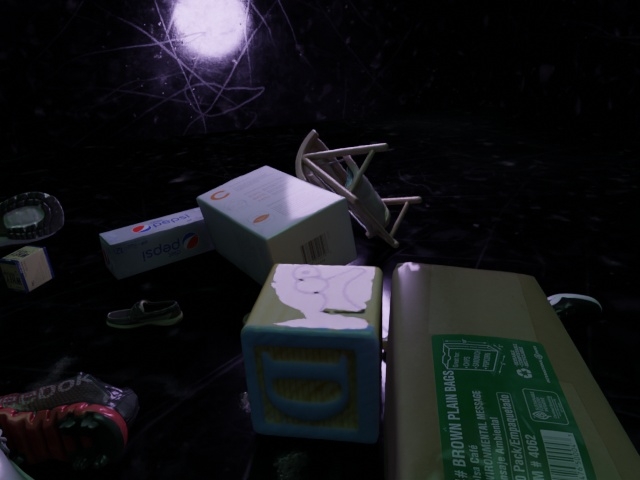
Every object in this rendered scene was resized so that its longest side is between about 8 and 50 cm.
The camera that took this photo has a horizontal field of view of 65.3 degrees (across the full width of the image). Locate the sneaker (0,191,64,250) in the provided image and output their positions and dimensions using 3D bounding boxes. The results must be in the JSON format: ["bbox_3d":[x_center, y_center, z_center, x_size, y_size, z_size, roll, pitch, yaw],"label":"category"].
[{"bbox_3d":[-0.911,-0.020,1.382,0.410,0.158,0.182,-11,-5,-14],"label":"sneaker"}]

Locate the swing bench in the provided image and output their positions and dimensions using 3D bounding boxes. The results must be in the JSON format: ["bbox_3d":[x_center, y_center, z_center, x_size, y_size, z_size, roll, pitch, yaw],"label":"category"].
[{"bbox_3d":[0.084,-0.132,1.295,0.255,0.253,0.165,20,76,40],"label":"swing bench"}]

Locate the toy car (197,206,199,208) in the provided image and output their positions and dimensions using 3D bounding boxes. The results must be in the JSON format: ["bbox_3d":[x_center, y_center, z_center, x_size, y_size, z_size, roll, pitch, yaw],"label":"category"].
[{"bbox_3d":[-0.244,-0.110,1.558,0.225,0.053,0.239,14,29,33],"label":"toy car"}]

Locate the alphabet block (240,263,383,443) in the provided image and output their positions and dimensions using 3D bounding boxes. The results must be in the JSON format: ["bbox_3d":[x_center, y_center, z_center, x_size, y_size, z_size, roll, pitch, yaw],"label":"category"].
[{"bbox_3d":[0.000,0.163,0.768,0.192,0.193,0.197,3,25,8],"label":"alphabet block"}]

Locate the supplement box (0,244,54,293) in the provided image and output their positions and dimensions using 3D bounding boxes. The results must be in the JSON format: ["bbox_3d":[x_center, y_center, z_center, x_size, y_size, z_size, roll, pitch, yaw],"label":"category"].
[{"bbox_3d":[-0.688,0.066,1.173,0.056,0.083,0.083,6,27,20],"label":"supplement box"}]

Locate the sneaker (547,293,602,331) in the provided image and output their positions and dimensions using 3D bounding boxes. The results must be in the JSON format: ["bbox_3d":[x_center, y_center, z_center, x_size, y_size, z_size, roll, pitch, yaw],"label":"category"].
[{"bbox_3d":[0.397,0.162,0.886,0.217,0.079,0.121,-7,27,11],"label":"sneaker"}]

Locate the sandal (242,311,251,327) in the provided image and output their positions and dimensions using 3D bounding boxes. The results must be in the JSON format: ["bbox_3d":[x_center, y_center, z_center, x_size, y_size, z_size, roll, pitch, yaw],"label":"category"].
[{"bbox_3d":[-0.068,0.161,0.950,0.180,0.049,0.072,14,29,31],"label":"sandal"}]

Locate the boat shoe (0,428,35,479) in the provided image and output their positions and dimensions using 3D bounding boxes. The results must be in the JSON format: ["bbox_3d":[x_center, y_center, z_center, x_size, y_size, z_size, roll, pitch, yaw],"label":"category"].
[{"bbox_3d":[-0.441,0.263,0.617,0.268,0.096,0.088,20,71,9],"label":"boat shoe"}]

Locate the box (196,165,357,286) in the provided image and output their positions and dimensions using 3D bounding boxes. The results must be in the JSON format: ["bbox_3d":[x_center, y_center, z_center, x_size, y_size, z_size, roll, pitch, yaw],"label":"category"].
[{"bbox_3d":[-0.111,-0.032,1.197,0.215,0.168,0.345,-29,35,-25],"label":"box"}]

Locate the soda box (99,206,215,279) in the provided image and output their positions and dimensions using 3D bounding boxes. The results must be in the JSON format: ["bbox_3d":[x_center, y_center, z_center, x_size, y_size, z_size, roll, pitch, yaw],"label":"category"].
[{"bbox_3d":[-0.399,0.000,1.276,0.286,0.098,0.091,-20,31,-34],"label":"soda box"}]

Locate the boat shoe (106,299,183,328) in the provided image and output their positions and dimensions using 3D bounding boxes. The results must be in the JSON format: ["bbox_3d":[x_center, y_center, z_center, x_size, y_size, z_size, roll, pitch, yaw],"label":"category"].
[{"bbox_3d":[-0.357,0.144,1.012,0.152,0.049,0.056,-4,25,-4],"label":"boat shoe"}]

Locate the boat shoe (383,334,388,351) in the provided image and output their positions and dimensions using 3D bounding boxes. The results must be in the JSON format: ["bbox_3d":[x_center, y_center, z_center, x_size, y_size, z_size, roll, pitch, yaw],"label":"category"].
[{"bbox_3d":[0.159,0.187,0.892,0.100,0.035,0.035,4,27,29],"label":"boat shoe"}]

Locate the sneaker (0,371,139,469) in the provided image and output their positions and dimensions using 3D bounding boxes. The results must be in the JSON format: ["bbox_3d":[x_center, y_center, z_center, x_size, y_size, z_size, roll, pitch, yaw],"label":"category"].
[{"bbox_3d":[-0.388,0.255,0.720,0.276,0.097,0.135,-3,16,9],"label":"sneaker"}]

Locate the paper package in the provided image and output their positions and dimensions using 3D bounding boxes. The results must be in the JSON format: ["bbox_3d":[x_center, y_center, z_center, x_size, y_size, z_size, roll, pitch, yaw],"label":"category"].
[{"bbox_3d":[0.145,0.224,0.479,0.168,0.309,0.325,1,26,7],"label":"paper package"}]
